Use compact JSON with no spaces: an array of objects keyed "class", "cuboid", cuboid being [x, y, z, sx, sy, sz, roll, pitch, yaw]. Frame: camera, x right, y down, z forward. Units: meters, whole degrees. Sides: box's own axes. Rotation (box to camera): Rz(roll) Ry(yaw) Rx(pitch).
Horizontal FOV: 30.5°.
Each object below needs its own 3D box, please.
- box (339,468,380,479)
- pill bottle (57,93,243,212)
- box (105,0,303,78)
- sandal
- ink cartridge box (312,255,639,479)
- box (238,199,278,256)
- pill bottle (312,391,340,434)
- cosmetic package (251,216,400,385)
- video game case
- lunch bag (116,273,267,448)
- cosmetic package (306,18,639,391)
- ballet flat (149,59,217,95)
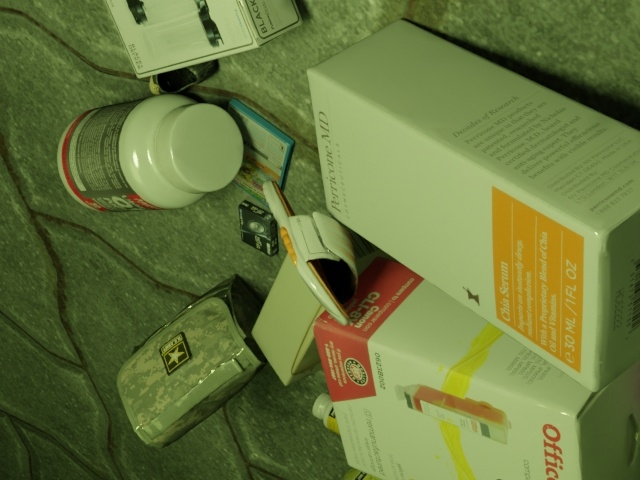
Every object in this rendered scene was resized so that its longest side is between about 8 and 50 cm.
[{"class":"box","cuboid":[0.134,0.522,2.194,0.232,0.058,0.087,48,146,-3]},{"class":"pill bottle","cuboid":[-0.262,-0.134,1.818,0.319,0.176,0.176,-1,125,51]},{"class":"box","cuboid":[-0.170,-0.327,1.580,0.290,0.087,0.169,-4,113,50]},{"class":"sandal","cuboid":[-0.005,-0.007,1.517,0.102,0.076,0.265,54,-173,-46]},{"class":"ink cartridge box","cuboid":[0.205,0.214,1.506,0.385,0.160,0.279,17,134,36]},{"class":"box","cuboid":[-0.101,-0.019,1.915,0.067,0.018,0.083,29,143,25]},{"class":"pill bottle","cuboid":[0.046,0.313,2.063,0.116,0.065,0.065,23,141,30]},{"class":"cosmetic package","cuboid":[0.017,0.081,1.744,0.113,0.160,0.309,56,151,20]},{"class":"video game case","cuboid":[-0.101,-0.129,1.802,0.119,0.015,0.166,36,145,14]},{"class":"lunch bag","cuboid":[-0.201,0.203,1.951,0.169,0.235,0.287,51,-173,-9]},{"class":"cosmetic package","cuboid":[0.193,-0.056,1.331,0.453,0.161,0.230,35,146,41]},{"class":"ballet flat","cuboid":[-0.217,-0.251,1.768,0.173,0.049,0.057,-15,112,53]}]
